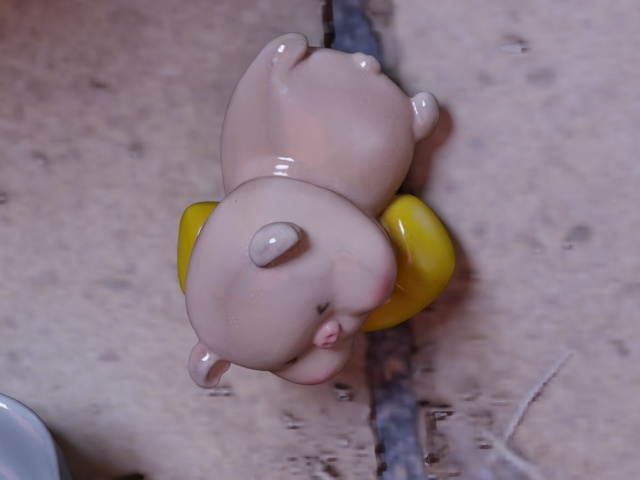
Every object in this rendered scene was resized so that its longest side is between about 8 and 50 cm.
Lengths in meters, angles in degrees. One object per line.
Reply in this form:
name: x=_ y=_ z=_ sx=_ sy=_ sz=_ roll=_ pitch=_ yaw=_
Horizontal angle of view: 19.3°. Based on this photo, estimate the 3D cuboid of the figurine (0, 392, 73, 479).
figurine: x=-0.121 y=0.121 z=0.669 sx=0.147 sy=0.126 sz=0.192 roll=-35 pitch=92 yaw=43

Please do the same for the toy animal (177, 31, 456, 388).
toy animal: x=0.000 y=0.000 z=0.603 sx=0.091 sy=0.082 sz=0.114 roll=23 pitch=117 yaw=-1
